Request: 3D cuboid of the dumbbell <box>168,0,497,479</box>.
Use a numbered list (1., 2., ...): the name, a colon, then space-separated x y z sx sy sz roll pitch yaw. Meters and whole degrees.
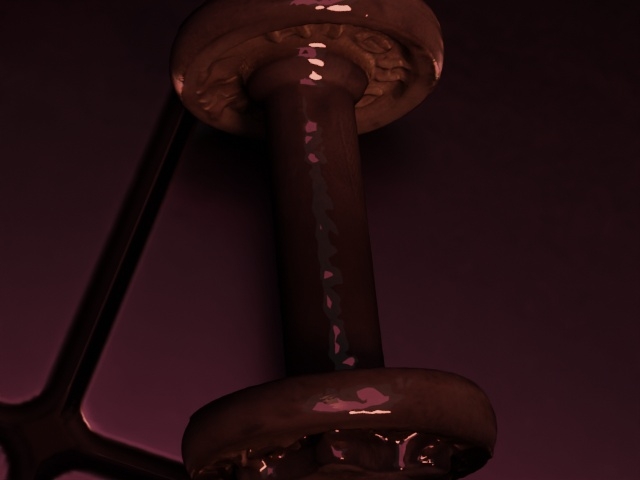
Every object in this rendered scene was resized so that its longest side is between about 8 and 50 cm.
1. dumbbell: 0.000 0.000 0.399 0.082 0.081 0.254 -3 66 -8
